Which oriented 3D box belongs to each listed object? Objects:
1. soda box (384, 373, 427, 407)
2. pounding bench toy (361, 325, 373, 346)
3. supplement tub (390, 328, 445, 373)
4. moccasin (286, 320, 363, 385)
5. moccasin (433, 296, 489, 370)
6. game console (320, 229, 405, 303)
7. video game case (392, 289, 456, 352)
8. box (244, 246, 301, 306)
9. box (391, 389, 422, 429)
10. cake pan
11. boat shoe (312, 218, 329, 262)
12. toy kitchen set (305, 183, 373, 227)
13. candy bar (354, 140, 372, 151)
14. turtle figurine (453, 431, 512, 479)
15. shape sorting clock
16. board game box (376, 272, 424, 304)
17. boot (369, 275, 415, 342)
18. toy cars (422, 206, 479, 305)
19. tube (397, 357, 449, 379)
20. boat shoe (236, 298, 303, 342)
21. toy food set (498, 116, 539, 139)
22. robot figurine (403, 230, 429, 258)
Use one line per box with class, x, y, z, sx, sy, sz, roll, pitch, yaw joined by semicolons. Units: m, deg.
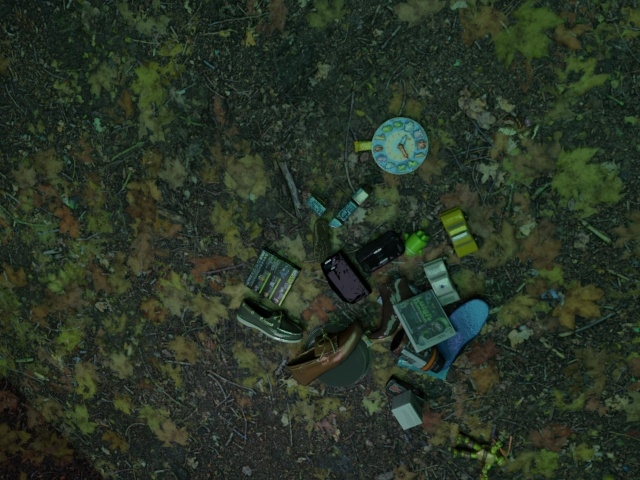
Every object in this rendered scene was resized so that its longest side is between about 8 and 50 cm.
soda box;0.355;0.631;1.988;0.169;0.053;0.060;31;109;5
pounding bench toy;0.197;0.400;1.952;0.052;0.083;0.065;-37;92;19
supplement tub;0.368;0.421;1.797;0.198;0.106;0.106;31;109;-7
moccasin;0.017;0.436;1.930;0.147;0.139;0.380;45;119;-9
moccasin;0.526;0.345;1.847;0.138;0.117;0.341;39;114;15
game console;0.178;0.099;1.882;0.361;0.044;0.213;-35;94;27
video game case;0.386;0.295;1.775;0.173;0.022;0.190;-19;70;-19
box;-0.201;0.152;2.008;0.184;0.045;0.190;29;108;3
box;0.348;0.678;1.919;0.087;0.102;0.101;-30;97;18
cake pan;0.067;0.494;2.024;0.294;0.054;0.292;3;105;13
boat shoe;0.000;0.000;1.915;0.064;0.060;0.177;-2;103;-14
toy kitchen set;0.065;-0.162;1.823;0.166;0.122;0.207;43;109;0
candy bar;0.207;-0.357;1.794;0.162;0.018;0.040;-2;102;13
turtle figurine;0.665;0.859;1.953;0.218;0.087;0.269;16;116;17
shape sorting clock;0.290;-0.345;1.751;0.207;0.040;0.206;0;104;1
board game box;0.344;0.241;1.902;0.201;0.035;0.136;35;109;3
boot;0.268;0.271;1.877;0.249;0.090;0.206;-27;88;18
toy cars;0.488;0.072;1.798;0.177;0.087;0.393;17;107;9
tube;0.418;0.509;1.948;0.207;0.052;0.080;14;111;4
boat shoe;-0.209;0.338;2.022;0.305;0.109;0.091;21;112;12
toy food set;0.692;-0.397;1.668;0.122;0.019;0.077;23;108;15
robot figurine;0.359;0.015;1.825;0.115;0.067;0.101;-49;62;21
